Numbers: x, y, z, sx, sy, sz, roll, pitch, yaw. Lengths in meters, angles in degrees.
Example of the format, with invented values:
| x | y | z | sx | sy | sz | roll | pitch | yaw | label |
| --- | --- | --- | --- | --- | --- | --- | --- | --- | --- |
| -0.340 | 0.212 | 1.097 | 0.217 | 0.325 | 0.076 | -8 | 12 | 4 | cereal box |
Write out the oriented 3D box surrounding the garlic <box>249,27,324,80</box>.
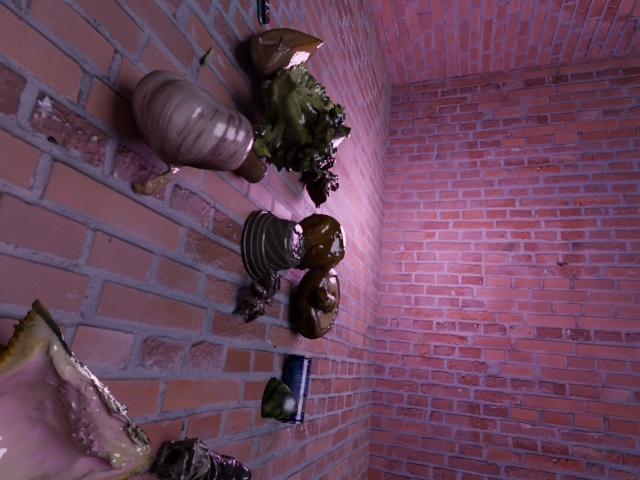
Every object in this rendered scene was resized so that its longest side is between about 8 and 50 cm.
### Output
| x | y | z | sx | sy | sz | roll | pitch | yaw | label |
| --- | --- | --- | --- | --- | --- | --- | --- | --- | --- |
| -0.132 | -0.588 | 1.230 | 0.151 | 0.197 | 0.338 | 67 | 28 | -14 | garlic |

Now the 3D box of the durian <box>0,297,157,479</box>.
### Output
| x | y | z | sx | sy | sz | roll | pitch | yaw | label |
| --- | --- | --- | --- | --- | --- | --- | --- | --- | --- |
| -0.402 | 0.254 | 0.549 | 0.196 | 0.186 | 0.304 | -42 | 127 | -40 | durian |

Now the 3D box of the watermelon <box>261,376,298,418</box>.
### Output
| x | y | z | sx | sy | sz | roll | pitch | yaw | label |
| --- | --- | --- | --- | --- | --- | --- | --- | --- | --- |
| -0.147 | 0.538 | 1.382 | 0.094 | 0.126 | 0.135 | 115 | -32 | -61 | watermelon |

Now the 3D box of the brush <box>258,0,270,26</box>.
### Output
| x | y | z | sx | sy | sz | roll | pitch | yaw | label |
| --- | --- | --- | --- | --- | --- | --- | --- | --- | --- |
| -0.184 | -0.800 | 1.308 | 0.043 | 0.032 | 0.193 | -20 | 111 | -69 | brush |

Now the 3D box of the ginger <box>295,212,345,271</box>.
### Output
| x | y | z | sx | sy | sz | roll | pitch | yaw | label |
| --- | --- | --- | --- | --- | --- | --- | --- | --- | --- |
| -0.001 | -0.004 | 1.551 | 0.269 | 0.223 | 0.200 | -44 | 119 | -55 | ginger |

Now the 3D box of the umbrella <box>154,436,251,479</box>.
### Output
| x | y | z | sx | sy | sz | roll | pitch | yaw | label |
| --- | --- | --- | --- | --- | --- | --- | --- | --- | --- |
| -0.261 | 0.567 | 0.981 | 0.357 | 0.113 | 0.106 | 65 | 10 | -50 | umbrella |

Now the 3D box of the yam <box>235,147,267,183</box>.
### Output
| x | y | z | sx | sy | sz | roll | pitch | yaw | label |
| --- | --- | --- | --- | --- | --- | --- | --- | --- | --- |
| -0.211 | -0.223 | 1.168 | 0.127 | 0.084 | 0.084 | 48 | 46 | -58 | yam |

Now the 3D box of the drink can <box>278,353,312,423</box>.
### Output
| x | y | z | sx | sy | sz | roll | pitch | yaw | label |
| --- | --- | --- | --- | --- | --- | --- | --- | --- | --- |
| -0.092 | 0.544 | 1.479 | 0.097 | 0.097 | 0.234 | 52 | 42 | -60 | drink can |

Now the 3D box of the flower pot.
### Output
| x | y | z | sx | sy | sz | roll | pitch | yaw | label |
| --- | --- | --- | --- | --- | --- | --- | --- | --- | --- |
| -0.136 | 0.014 | 1.290 | 0.235 | 0.141 | 0.235 | 2 | 90 | -72 | flower pot |

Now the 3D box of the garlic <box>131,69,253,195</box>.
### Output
| x | y | z | sx | sy | sz | roll | pitch | yaw | label |
| --- | --- | --- | --- | --- | --- | --- | --- | --- | --- |
| -0.287 | -0.189 | 0.816 | 0.253 | 0.245 | 0.245 | -56 | 156 | -1 | garlic |

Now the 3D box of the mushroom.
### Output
| x | y | z | sx | sy | sz | roll | pitch | yaw | label |
| --- | --- | --- | --- | --- | --- | --- | --- | --- | --- |
| -0.013 | 0.243 | 1.600 | 0.278 | 0.163 | 0.296 | 71 | 32 | -71 | mushroom |

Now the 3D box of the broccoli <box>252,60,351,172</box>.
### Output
| x | y | z | sx | sy | sz | roll | pitch | yaw | label |
| --- | --- | --- | --- | --- | --- | --- | --- | --- | --- |
| -0.060 | -0.385 | 1.219 | 0.281 | 0.294 | 0.346 | 33 | 65 | -72 | broccoli |

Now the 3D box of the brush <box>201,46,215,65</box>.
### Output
| x | y | z | sx | sy | sz | roll | pitch | yaw | label |
| --- | --- | --- | --- | --- | --- | --- | --- | --- | --- |
| -0.290 | -0.477 | 1.043 | 0.016 | 0.013 | 0.083 | 76 | 16 | -46 | brush |

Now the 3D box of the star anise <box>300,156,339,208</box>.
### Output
| x | y | z | sx | sy | sz | roll | pitch | yaw | label |
| --- | --- | --- | --- | --- | --- | --- | --- | --- | --- |
| -0.005 | -0.265 | 1.641 | 0.346 | 0.149 | 0.236 | 62 | 28 | -76 | star anise |

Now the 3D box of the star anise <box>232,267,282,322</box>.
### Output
| x | y | z | sx | sy | sz | roll | pitch | yaw | label |
| --- | --- | --- | --- | --- | --- | --- | --- | --- | --- |
| -0.177 | 0.175 | 1.217 | 0.182 | 0.065 | 0.195 | -55 | 162 | -6 | star anise |
